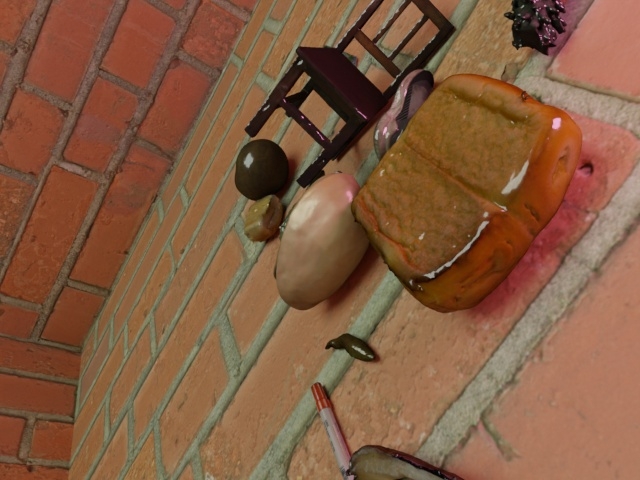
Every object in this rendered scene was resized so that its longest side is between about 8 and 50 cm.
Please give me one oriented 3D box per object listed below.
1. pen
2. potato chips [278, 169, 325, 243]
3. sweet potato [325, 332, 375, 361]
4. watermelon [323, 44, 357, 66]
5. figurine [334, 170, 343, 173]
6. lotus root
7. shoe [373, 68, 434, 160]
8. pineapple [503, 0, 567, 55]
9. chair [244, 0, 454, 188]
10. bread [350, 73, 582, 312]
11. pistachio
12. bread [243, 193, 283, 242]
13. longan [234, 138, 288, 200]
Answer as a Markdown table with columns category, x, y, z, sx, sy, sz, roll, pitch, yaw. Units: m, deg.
| category | x | y | z | sx | sy | sz | roll | pitch | yaw |
| --- | --- | --- | --- | --- | --- | --- | --- | --- | --- |
| pen | 0.026 | 0.355 | 0.876 | 0.028 | 0.028 | 0.239 | -55 | 33 | 19 |
| potato chips | -0.047 | -0.073 | 1.229 | 0.167 | 0.059 | 0.229 | 174 | 116 | -72 |
| sweet potato | 0.057 | 0.201 | 0.923 | 0.041 | 0.038 | 0.153 | -52 | 24 | -21 |
| watermelon | 0.055 | -0.467 | 1.360 | 0.101 | 0.080 | 0.155 | 2 | 65 | 20 |
| figurine | 0.025 | -0.118 | 1.170 | 0.060 | 0.047 | 0.106 | 31 | 95 | 51 |
| lotus root | 0.162 | 0.361 | 0.625 | 0.329 | 0.078 | 0.167 | -3 | 91 | 55 |
| shoe | 0.193 | -0.242 | 0.960 | 0.112 | 0.099 | 0.228 | 21 | 66 | 29 |
| pineapple | 0.362 | -0.430 | 0.785 | 0.157 | 0.157 | 0.279 | 2 | 85 | 58 |
| chair | 0.062 | -0.346 | 1.041 | 0.416 | 0.203 | 0.240 | -45 | 0 | 33 |
| bread | 0.221 | -0.081 | 0.754 | 0.328 | 0.147 | 0.337 | -55 | 31 | 12 |
| pistachio | 0.000 | 0.000 | 0.998 | 0.299 | 0.187 | 0.187 | -62 | 31 | 17 |
| bread | -0.160 | -0.059 | 1.390 | 0.106 | 0.082 | 0.125 | -13 | 49 | 42 |
| longan | -0.176 | -0.207 | 1.433 | 0.187 | 0.167 | 0.168 | -49 | 35 | 29 |
